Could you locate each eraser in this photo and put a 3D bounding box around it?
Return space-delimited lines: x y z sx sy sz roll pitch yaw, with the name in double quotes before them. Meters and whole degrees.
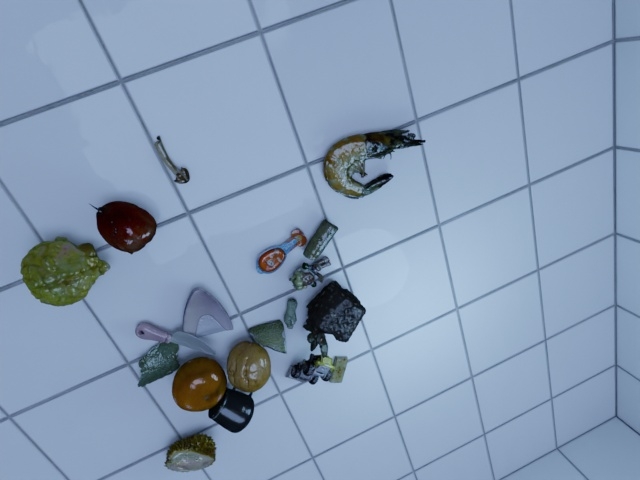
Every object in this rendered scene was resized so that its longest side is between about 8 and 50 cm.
"eraser" -0.484 0.295 1.692 0.204 0.059 0.243 -11 117 -12

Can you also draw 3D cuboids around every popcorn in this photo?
"popcorn" -0.897 0.115 1.423 0.259 0.259 0.212 37 121 -25

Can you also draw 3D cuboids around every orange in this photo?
"orange" -0.517 0.610 1.742 0.240 0.171 0.240 -9 114 -22

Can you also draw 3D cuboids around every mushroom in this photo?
"mushroom" -0.537 -0.284 1.458 0.060 0.061 0.187 -31 112 2

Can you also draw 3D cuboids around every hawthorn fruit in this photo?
"hawthorn fruit" -0.695 -0.064 1.426 0.181 0.181 0.235 -42 120 2

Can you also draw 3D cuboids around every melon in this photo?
"melon" -0.217 0.416 1.820 0.202 0.093 0.139 28 72 4

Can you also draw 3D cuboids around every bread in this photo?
"bread" 0.090 0.642 2.019 0.068 0.028 0.154 6 110 -21

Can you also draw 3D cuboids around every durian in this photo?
"durian" -0.597 0.980 1.884 0.249 0.138 0.183 -13 144 -2

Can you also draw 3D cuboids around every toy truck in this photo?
"toy truck" -0.048 0.593 1.878 0.136 0.111 0.286 27 144 -24

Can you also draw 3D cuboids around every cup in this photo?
"cup" -0.394 0.740 1.851 0.176 0.169 0.223 34 63 -18

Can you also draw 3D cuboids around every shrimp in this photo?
"shrimp" 0.228 -0.319 1.666 0.445 0.085 0.272 -19 120 -6

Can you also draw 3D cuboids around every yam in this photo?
"yam" 0.000 0.000 1.719 0.078 0.078 0.179 28 100 -24

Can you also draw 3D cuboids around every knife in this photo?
"knife" -0.590 0.404 1.683 0.336 0.043 0.081 19 113 -13

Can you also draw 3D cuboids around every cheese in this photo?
"cheese" -0.167 0.051 1.708 0.256 0.037 0.106 -39 118 1

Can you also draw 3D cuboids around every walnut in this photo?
"walnut" -0.310 0.545 1.769 0.195 0.195 0.222 -1 108 -17

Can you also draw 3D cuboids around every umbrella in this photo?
"umbrella" -0.130 0.327 1.813 0.062 0.067 0.143 -7 108 -46

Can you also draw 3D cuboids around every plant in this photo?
"plant" 0.033 0.351 1.788 0.213 0.215 0.312 39 99 -22

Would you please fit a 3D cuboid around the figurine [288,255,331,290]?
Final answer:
"figurine" -0.040 0.142 1.751 0.197 0.093 0.147 -27 129 -6

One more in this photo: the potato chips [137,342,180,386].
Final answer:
"potato chips" -0.679 0.515 1.716 0.167 0.059 0.228 5 109 -24
